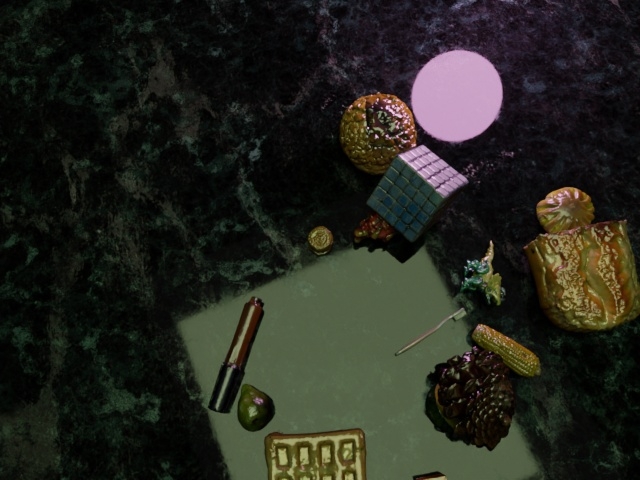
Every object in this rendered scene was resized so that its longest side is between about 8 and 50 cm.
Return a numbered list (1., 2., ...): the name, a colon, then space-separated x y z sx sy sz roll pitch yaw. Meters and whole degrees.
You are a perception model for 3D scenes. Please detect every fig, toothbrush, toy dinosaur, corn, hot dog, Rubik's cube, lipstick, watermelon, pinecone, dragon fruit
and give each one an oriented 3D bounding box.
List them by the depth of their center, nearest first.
1. pinecone: 0.503 0.498 1.691 0.241 0.296 0.299 -3 110 0
2. watermelon: 0.419 0.584 1.774 0.092 0.075 0.182 -23 72 -10
3. fig: -0.239 0.563 1.778 0.123 0.123 0.156 -38 59 -11
4. corn: 0.654 0.389 1.822 0.261 0.097 0.097 34 76 12
5. lipstick: -0.297 0.400 1.848 0.077 0.077 0.419 17 72 6
6. hot dog: 0.951 0.144 1.853 0.367 0.196 0.366 -12 73 5
7. toothbrush: 0.402 0.334 1.883 0.307 0.025 0.030 -31 82 -9
8. Rubik's cube: 0.351 -0.178 1.898 0.237 0.237 0.238 43 38 12
9. toy dinosaur: 0.598 0.112 1.922 0.153 0.094 0.259 5 64 3
10. dragon fruit: 0.216 -0.053 1.965 0.207 0.150 0.133 -30 44 -2

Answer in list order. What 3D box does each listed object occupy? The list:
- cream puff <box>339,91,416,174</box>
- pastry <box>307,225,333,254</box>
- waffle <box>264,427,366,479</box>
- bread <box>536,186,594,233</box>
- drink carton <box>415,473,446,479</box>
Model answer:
1. cream puff: 0.234 -0.430 2.030 0.327 0.231 0.343 36 76 15
2. pastry: 0.000 0.000 1.983 0.097 0.057 0.109 8 71 6
3. waffle: -0.014 0.782 1.718 0.348 0.077 0.304 -3 71 0
4. bread: 0.937 -0.106 1.977 0.213 0.105 0.214 0 74 -1
5. drink carton: 0.383 0.882 1.680 0.096 0.071 0.223 -11 71 -2
